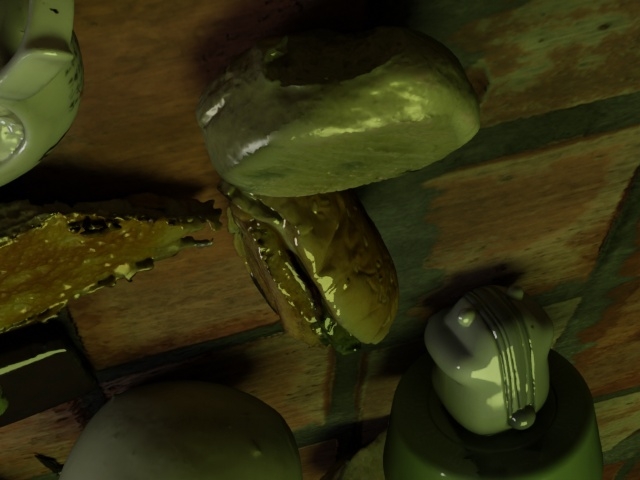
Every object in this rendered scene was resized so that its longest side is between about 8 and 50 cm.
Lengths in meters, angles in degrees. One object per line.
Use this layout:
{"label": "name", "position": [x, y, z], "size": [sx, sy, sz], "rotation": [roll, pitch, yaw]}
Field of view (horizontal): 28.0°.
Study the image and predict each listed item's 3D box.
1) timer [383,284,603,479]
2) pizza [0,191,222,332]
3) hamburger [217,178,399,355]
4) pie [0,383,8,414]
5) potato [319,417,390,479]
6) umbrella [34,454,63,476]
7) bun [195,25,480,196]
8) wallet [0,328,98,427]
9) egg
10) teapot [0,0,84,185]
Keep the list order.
{"label": "timer", "position": [0.214, 0.184, 1.613], "size": [0.290, 0.291, 0.315], "rotation": [-14, 131, -8]}
{"label": "pizza", "position": [-0.232, 0.009, 1.121], "size": [0.296, 0.071, 0.189], "rotation": [-18, 154, -2]}
{"label": "hamburger", "position": [0.000, 0.000, 1.176], "size": [0.135, 0.155, 0.208], "rotation": [-35, 148, -11]}
{"label": "pie", "position": [-0.391, 0.145, 1.175], "size": [0.201, 0.090, 0.248], "rotation": [18, 161, -10]}
{"label": "potato", "position": [0.096, 0.434, 2.029], "size": [0.301, 0.289, 0.237], "rotation": [-44, -169, -33]}
{"label": "umbrella", "position": [-0.355, 0.303, 1.710], "size": [0.022, 0.013, 0.122], "rotation": [-33, 152, 4]}
{"label": "bun", "position": [0.010, -0.107, 0.994], "size": [0.209, 0.116, 0.237], "rotation": [-4, 167, -33]}
{"label": "wallet", "position": [-0.362, 0.163, 1.383], "size": [0.229, 0.049, 0.182], "rotation": [-18, 155, -4]}
{"label": "egg", "position": [-0.176, 0.327, 1.512], "size": [0.283, 0.345, 0.283], "rotation": [19, 156, 9]}
{"label": "teapot", "position": [-0.247, -0.097, 0.810], "size": [0.208, 0.166, 0.299], "rotation": [18, 149, -34]}
